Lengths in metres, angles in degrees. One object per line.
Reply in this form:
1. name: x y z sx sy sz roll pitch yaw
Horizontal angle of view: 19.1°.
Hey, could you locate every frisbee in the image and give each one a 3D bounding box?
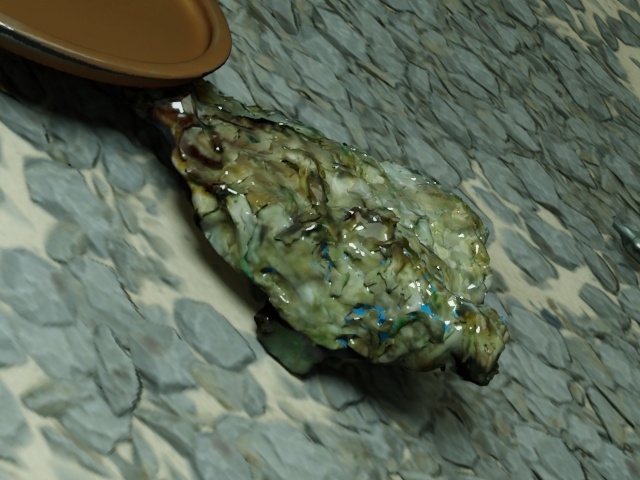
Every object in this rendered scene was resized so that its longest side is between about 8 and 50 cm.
1. frisbee: -0.162 -0.158 1.040 0.251 0.021 0.251 25 25 -13

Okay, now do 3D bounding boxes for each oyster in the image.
1. oyster: 0.004 -0.008 1.039 0.198 0.092 0.259 12 36 -46

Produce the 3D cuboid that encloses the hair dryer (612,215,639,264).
1. hair dryer: 0.330 0.109 1.361 0.357 0.107 0.173 44 24 18
